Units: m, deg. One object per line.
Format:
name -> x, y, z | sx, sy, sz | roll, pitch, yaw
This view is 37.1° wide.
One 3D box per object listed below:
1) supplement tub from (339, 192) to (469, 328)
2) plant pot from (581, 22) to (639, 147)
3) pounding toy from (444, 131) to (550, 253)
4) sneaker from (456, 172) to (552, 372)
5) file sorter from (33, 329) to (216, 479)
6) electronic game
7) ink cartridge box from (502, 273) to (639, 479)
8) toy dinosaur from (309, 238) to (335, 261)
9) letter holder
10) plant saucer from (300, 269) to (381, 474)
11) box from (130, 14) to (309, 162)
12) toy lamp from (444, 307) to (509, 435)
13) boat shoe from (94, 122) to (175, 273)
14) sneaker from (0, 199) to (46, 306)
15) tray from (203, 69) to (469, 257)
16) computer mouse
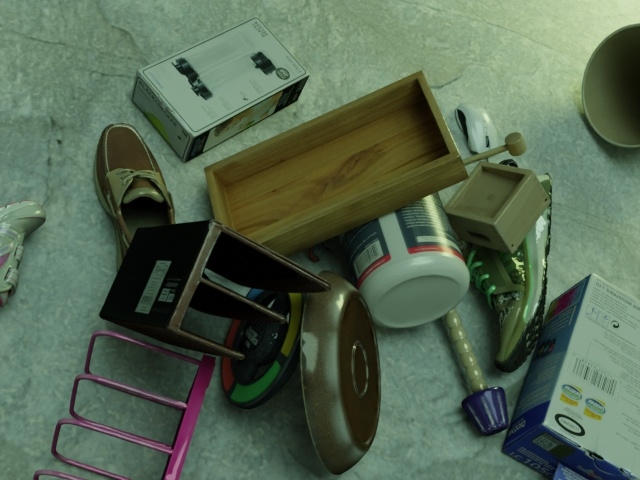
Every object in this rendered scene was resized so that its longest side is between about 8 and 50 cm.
supplement tub -> 0.131, -0.005, 1.641 | 0.191, 0.191, 0.272 | 1, 51, -20
plant pot -> 0.752, -0.325, 2.066 | 0.274, 0.256, 0.256 | -2, 61, -40
pounding toy -> 0.320, -0.092, 1.717 | 0.206, 0.181, 0.094 | -51, 127, -17
sneaker -> 0.325, 0.055, 1.754 | 0.182, 0.158, 0.410 | 4, 55, 15
file sorter -> -0.283, 0.301, 1.320 | 0.182, 0.202, 0.290 | 18, 57, -6
electronic game -> -0.086, 0.148, 1.467 | 0.048, 0.229, 0.229 | 25, 54, -29
ink cartridge box -> 0.491, 0.292, 1.642 | 0.270, 0.151, 0.395 | 30, 55, -2
toy dinosaur -> 0.000, 0.000, 1.708 | 0.082, 0.047, 0.090 | -38, 46, -24
letter holder -> -0.150, 0.087, 1.356 | 0.214, 0.302, 0.152 | 28, 76, -26
plant saucer -> 0.041, 0.198, 1.451 | 0.050, 0.310, 0.310 | -5, 57, 17
box -> -0.184, -0.285, 1.761 | 0.290, 0.087, 0.169 | -35, 78, -33
toy lamp -> 0.254, 0.202, 1.653 | 0.080, 0.080, 0.274 | -5, 62, -23
boat shoe -> -0.294, -0.066, 1.574 | 0.123, 0.116, 0.324 | -10, 65, -25
sneaker -> -0.501, 0.044, 1.453 | 0.111, 0.103, 0.252 | 40, 62, 0
tray -> 0.019, -0.111, 1.591 | 0.411, 0.076, 0.202 | -23, 53, 8
computer mouse -> 0.330, -0.209, 1.937 | 0.106, 0.042, 0.193 | -8, 65, -23
